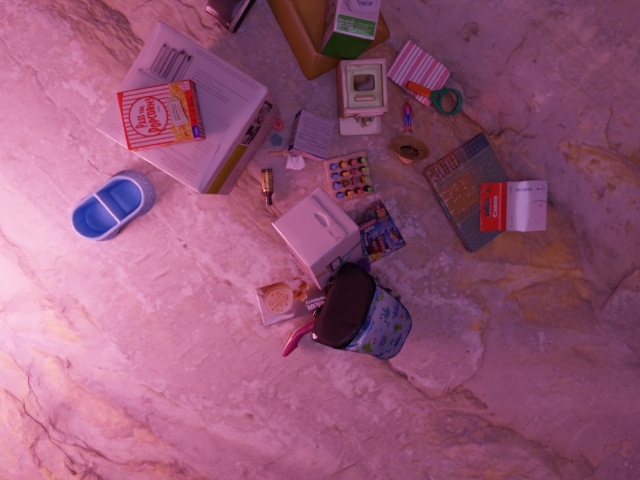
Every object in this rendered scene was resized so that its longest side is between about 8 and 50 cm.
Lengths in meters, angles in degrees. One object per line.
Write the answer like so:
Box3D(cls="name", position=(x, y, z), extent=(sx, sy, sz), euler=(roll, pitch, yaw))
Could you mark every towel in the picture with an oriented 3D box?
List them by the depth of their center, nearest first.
Box3D(cls="towel", position=(0.342, -0.585, 1.516), extent=(0.197, 0.029, 0.144), euler=(32, 98, -11))
Box3D(cls="towel", position=(0.583, -0.175, 1.616), extent=(0.271, 0.040, 0.370), euler=(-34, 101, -1))

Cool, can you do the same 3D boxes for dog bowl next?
Box3D(cls="dog bowl", position=(-0.703, -0.113, 1.450), extent=(0.297, 0.074, 0.166), euler=(-37, 102, 0))

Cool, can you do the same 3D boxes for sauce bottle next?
Box3D(cls="sauce bottle", position=(-0.185, -0.188, 1.516), extent=(0.042, 0.042, 0.128), euler=(-6, 102, -6))

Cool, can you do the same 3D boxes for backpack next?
Box3D(cls="backpack", position=(0.162, 0.274, 1.499), extent=(0.274, 0.355, 0.290), euler=(21, 76, 23))

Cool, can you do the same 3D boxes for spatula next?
Box3D(cls="spatula", position=(0.041, 0.074, 1.585), extent=(0.297, 0.084, 0.030), euler=(6, 128, -2))

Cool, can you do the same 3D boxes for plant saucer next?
Box3D(cls="plant saucer", position=(0.029, -0.759, 1.418), extent=(0.333, 0.081, 0.332), euler=(-29, 102, 0))

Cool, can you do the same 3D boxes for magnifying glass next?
Box3D(cls="magnifying glass", position=(0.401, -0.508, 1.513), extent=(0.231, 0.026, 0.092), euler=(13, 106, -24))

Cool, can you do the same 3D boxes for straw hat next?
Box3D(cls="straw hat", position=(0.315, -0.308, 1.542), extent=(0.145, 0.144, 0.061), euler=(3, 142, -8))

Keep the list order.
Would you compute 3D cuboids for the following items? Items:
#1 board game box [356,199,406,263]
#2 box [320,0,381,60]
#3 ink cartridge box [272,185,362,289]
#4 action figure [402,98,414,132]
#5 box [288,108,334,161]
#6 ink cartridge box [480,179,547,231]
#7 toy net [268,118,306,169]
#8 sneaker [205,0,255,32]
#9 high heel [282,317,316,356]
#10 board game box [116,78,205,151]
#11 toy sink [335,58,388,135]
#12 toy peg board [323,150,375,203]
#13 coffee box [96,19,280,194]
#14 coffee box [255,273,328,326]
Box3D(cls="board game box", position=(0.197, -0.037, 1.548), extent=(0.194, 0.060, 0.194), euler=(-23, 95, -35))
Box3D(cls="box", position=(0.087, -0.684, 1.265), extent=(0.127, 0.262, 0.231), euler=(8, 98, -9))
Box3D(cls="ink cartridge box", position=(0.000, 0.000, 1.415), extent=(0.197, 0.270, 0.198), euler=(-38, 68, -8))
Box3D(cls="action figure", position=(0.312, -0.445, 1.537), extent=(0.038, 0.030, 0.115), euler=(-4, 99, -1))
Box3D(cls="box", position=(-0.032, -0.353, 1.465), extent=(0.126, 0.072, 0.137), euler=(14, 85, -21))
Box3D(cls="ink cartridge box", position=(0.714, -0.125, 1.592), extent=(0.233, 0.066, 0.189), euler=(-5, 99, -10))
Box3D(cls="toy net", position=(-0.140, -0.339, 1.495), extent=(0.232, 0.045, 0.122), euler=(36, 92, -13))
Box3D(cls="sneaker", position=(-0.269, -0.794, 1.373), extent=(0.118, 0.083, 0.222), euler=(33, 96, -11))
Box3D(cls="high heel", position=(-0.040, 0.353, 1.615), extent=(0.117, 0.082, 0.244), euler=(35, 82, -1))
Box3D(cls="board game box", position=(-0.406, -0.317, 1.104), extent=(0.194, 0.045, 0.146), euler=(-10, 95, 2))
Box3D(cls="toy sink", position=(0.141, -0.478, 1.456), extent=(0.153, 0.131, 0.234), euler=(-4, 101, -6))
Box3D(cls="toy peg board", position=(0.109, -0.223, 1.527), extent=(0.161, 0.079, 0.161), euler=(-14, 101, -4))
Box3D(cls="coffee box", position=(-0.363, -0.362, 1.290), extent=(0.338, 0.334, 0.338), euler=(33, 95, -2))
Box3D(cls="coffee box", position=(-0.095, 0.209, 1.551), extent=(0.247, 0.098, 0.141), euler=(-15, 81, -4))
